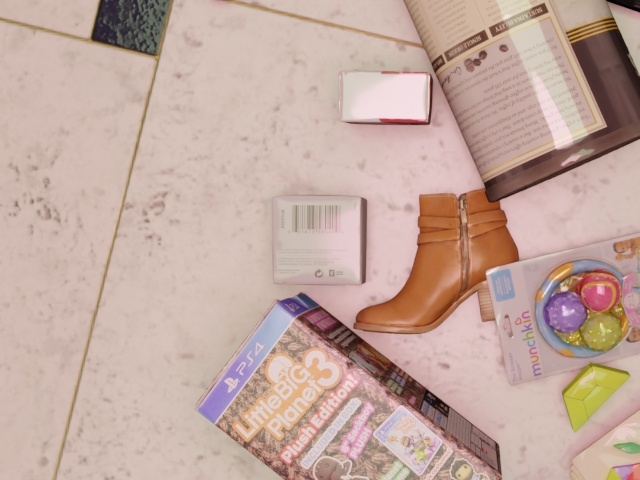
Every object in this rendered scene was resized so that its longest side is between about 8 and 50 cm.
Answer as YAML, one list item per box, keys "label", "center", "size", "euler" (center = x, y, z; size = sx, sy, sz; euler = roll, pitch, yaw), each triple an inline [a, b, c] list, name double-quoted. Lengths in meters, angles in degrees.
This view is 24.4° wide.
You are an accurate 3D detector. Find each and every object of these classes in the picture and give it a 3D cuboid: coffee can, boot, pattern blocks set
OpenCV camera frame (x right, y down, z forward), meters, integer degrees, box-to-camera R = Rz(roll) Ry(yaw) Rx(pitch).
- label: "coffee can"
  center: [0.218, -0.205, 1.578]
  size: [0.201, 0.201, 0.275]
  euler: [-24, 88, 5]
- label: "boot"
  center: [0.123, 0.024, 1.657]
  size: [0.197, 0.073, 0.152]
  euler: [-10, 90, -6]
- label: "pattern blocks set"
  center: [0.385, 0.248, 1.631]
  size: [0.285, 0.026, 0.325]
  euler: [36, 99, -3]

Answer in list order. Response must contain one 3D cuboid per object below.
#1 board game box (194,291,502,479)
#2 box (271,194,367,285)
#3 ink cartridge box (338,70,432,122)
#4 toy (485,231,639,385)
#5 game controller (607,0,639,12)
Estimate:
- label: "board game box"
  center: [0.038, 0.200, 1.584]
  size: [0.291, 0.232, 0.141]
  euler: [38, 94, 5]
- label: "box"
  center: [0.000, 0.000, 1.659]
  size: [0.101, 0.087, 0.102]
  euler: [0, 91, 6]
- label: "ink cartridge box"
  center: [0.073, -0.155, 1.627]
  size: [0.099, 0.135, 0.056]
  euler: [1, 93, 6]
- label: "toy"
  center: [0.313, 0.072, 1.622]
  size: [0.237, 0.056, 0.137]
  euler: [-14, 99, -6]
- label: "game controller"
  center: [0.451, -0.307, 1.635]
  size: [0.319, 0.067, 0.166]
  euler: [20, 78, 5]
